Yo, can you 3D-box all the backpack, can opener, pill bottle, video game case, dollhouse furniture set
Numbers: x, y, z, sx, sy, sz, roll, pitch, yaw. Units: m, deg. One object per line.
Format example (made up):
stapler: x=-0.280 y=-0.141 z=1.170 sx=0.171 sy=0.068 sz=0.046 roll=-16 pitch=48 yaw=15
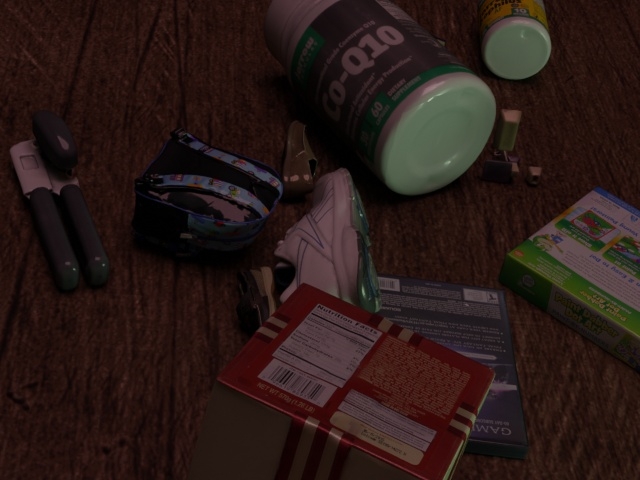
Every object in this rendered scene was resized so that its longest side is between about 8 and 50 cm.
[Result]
backpack: x=-0.142 y=-0.049 z=1.596 sx=0.173 sy=0.117 sz=0.158 roll=17 pitch=39 yaw=7
can opener: x=-0.336 y=-0.061 z=1.578 sx=0.076 sy=0.095 sz=0.283 roll=-8 pitch=43 yaw=-22
pill bottle: x=0.330 y=-0.377 z=2.122 sx=0.117 sy=0.118 sz=0.208 roll=9 pitch=39 yaw=-3
video game case: x=0.143 y=0.145 z=1.507 sx=0.196 sy=0.026 sz=0.274 roll=8 pitch=40 yaw=-5
pill bottle: x=0.076 y=-0.245 z=1.826 sx=0.204 sy=0.204 sz=0.361 roll=-15 pitch=45 yaw=-30
dollhouse furniture set: x=0.291 y=-0.154 z=1.844 sx=0.091 sy=0.114 sz=0.081 roll=6 pitch=35 yaw=-4

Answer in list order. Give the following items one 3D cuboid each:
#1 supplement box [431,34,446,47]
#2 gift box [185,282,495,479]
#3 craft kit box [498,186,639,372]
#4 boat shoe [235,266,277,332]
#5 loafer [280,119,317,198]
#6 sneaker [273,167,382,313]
supplement box: x=0.152 y=-0.304 z=2.034 sx=0.083 sy=0.056 sz=0.083 roll=23 pitch=40 yaw=14
gift box: x=-0.010 y=0.231 z=1.171 sx=0.255 sy=0.258 sz=0.276 roll=26 pitch=30 yaw=15
craft kit box: x=0.412 y=0.050 z=1.672 sx=0.250 sy=0.061 sz=0.246 roll=35 pitch=41 yaw=26
boat shoe: x=-0.079 y=0.086 z=1.504 sx=0.049 sy=0.056 sz=0.152 roll=0 pitch=30 yaw=-7
loafer: x=-0.030 y=-0.112 z=1.757 sx=0.050 sy=0.056 sz=0.148 roll=10 pitch=49 yaw=-4
sneaker: x=0.000 y=0.000 z=1.585 sx=0.129 sy=0.111 sz=0.297 roll=-16 pitch=27 yaw=8
